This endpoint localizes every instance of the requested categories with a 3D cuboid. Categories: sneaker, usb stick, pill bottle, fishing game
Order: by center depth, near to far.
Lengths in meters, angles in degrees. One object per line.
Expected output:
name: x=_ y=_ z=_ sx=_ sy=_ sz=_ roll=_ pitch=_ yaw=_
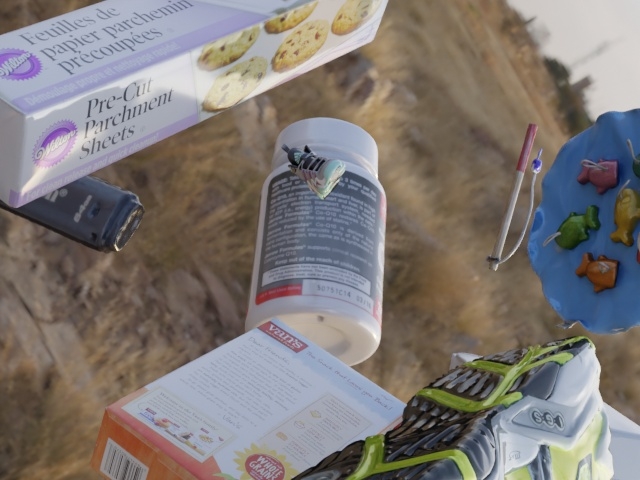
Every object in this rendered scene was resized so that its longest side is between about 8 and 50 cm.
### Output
sneaker: x=0.077 y=0.176 z=0.635 sx=0.384 sy=0.145 sz=0.147 roll=-22 pitch=92 yaw=-46
fishing game: x=0.225 y=-0.018 z=0.874 sx=0.041 sy=0.189 sz=0.264 roll=15 pitch=2 yaw=-33
sneaker: x=-0.012 y=-0.079 z=1.151 sx=0.069 sy=0.038 sz=0.098 roll=41 pitch=-13 yaw=2
usb stick: x=-0.321 y=-0.062 z=1.219 sx=0.278 sy=0.077 sz=0.045 roll=22 pitch=-21 yaw=21
pill bottle: x=0.000 y=0.000 z=1.363 sx=0.161 sy=0.161 sz=0.283 roll=47 pitch=39 yaw=-47

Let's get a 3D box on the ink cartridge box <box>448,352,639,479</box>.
ink cartridge box: x=0.183 y=0.288 z=1.059 sx=0.129 sy=0.308 sz=0.223 roll=11 pitch=7 yaw=-15

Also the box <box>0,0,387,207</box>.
box: x=-0.073 y=-0.116 z=0.662 sx=0.063 sy=0.067 sz=0.324 roll=36 pitch=42 yaw=21

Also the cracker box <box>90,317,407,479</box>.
cracker box: x=-0.051 y=0.161 z=0.916 sx=0.155 sy=0.067 sz=0.232 roll=32 pitch=30 yaw=23
